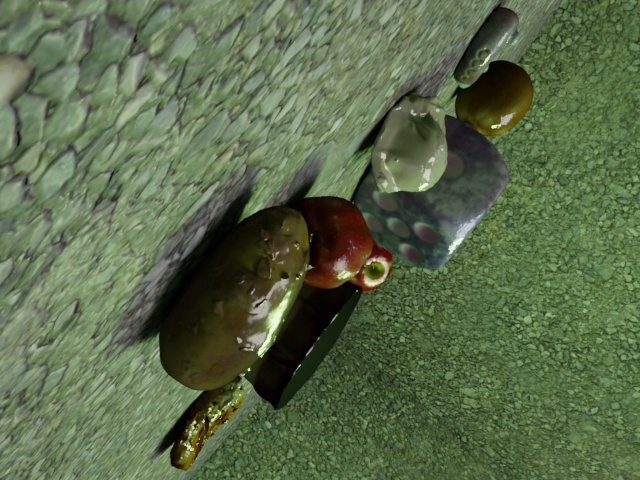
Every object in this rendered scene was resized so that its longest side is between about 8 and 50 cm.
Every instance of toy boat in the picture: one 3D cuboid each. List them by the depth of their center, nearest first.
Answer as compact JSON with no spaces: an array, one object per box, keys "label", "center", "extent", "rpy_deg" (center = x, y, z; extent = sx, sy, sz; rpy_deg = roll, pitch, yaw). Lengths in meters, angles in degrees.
[{"label":"toy boat","center":[0.404,-0.450,1.770],"extent":[0.155,0.085,0.227],"rpy_deg":[-47,171,-27]}]

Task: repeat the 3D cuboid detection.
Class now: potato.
[{"label":"potato","center":[-0.109,0.081,0.998],"extent":[0.296,0.141,0.191],"rpy_deg":[-58,173,25]}]

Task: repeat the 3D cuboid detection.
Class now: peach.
[{"label":"peach","center":[0.098,0.046,2.154],"extent":[0.196,0.226,0.189],"rpy_deg":[-9,113,-27]}]

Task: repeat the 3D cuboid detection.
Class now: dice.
[{"label":"dice","center":[0.260,-0.116,1.774],"extent":[0.270,0.270,0.271],"rpy_deg":[-48,172,-26]}]

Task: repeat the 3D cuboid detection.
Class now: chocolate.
[{"label":"chocolate","center":[-0.070,0.146,1.370],"extent":[0.283,0.186,0.283],"rpy_deg":[-51,167,-16]}]

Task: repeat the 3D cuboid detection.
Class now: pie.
[{"label":"pie","center":[-0.297,0.470,1.947],"extent":[0.308,0.085,0.308],"rpy_deg":[-51,172,-10]}]

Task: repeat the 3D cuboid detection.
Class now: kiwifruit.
[{"label":"kiwifruit","center":[0.488,-0.398,2.124],"extent":[0.234,0.196,0.196],"rpy_deg":[-42,170,-17]}]

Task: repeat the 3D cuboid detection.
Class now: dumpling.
[{"label":"dumpling","center":[0.177,-0.194,1.478],"extent":[0.258,0.147,0.193],"rpy_deg":[-39,136,-37]}]

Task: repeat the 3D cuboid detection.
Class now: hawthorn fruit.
[{"label":"hawthorn fruit","center":[0.000,0.000,1.224],"extent":[0.157,0.157,0.194],"rpy_deg":[-53,167,8]}]
